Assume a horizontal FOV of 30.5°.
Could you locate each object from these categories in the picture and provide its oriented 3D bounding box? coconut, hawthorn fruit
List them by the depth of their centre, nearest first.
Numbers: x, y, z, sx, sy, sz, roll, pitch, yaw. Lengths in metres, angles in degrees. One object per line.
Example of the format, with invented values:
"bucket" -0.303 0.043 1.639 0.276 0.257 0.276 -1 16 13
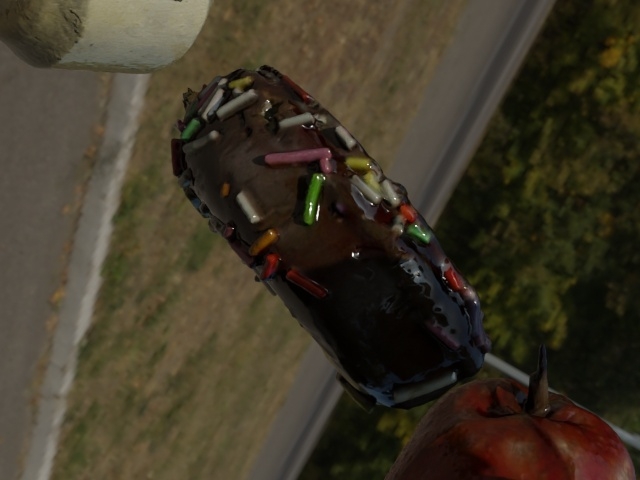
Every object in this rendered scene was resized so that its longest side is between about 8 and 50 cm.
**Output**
"hawthorn fruit" 0.171 0.232 1.095 0.254 0.254 0.300 -47 144 -62
"coconut" -0.225 -0.297 1.256 0.265 0.237 0.237 -3 131 -37

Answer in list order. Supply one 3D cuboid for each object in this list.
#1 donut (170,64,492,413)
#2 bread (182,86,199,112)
"donut" -0.014 -0.017 0.978 0.136 0.345 0.259 -41 126 -5
"bread" -0.118 -0.109 1.375 0.044 0.129 0.126 -23 134 0
